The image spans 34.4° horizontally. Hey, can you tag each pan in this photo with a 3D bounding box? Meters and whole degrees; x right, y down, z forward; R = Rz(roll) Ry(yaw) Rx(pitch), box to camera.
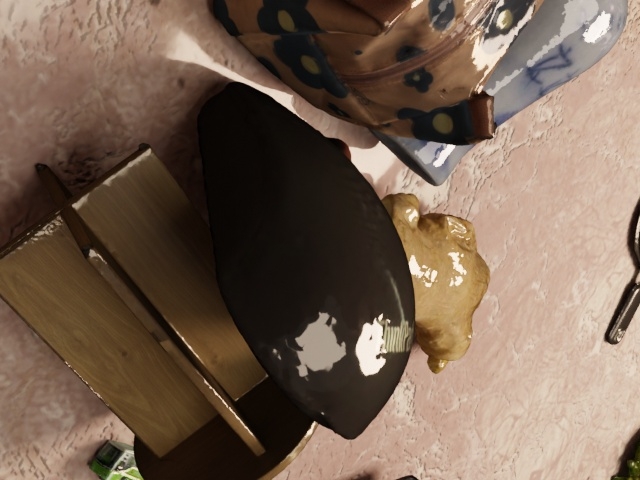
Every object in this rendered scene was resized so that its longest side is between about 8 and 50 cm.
[{"bbox_3d":[0.405,0.022,1.242,0.136,0.028,0.235,13,101,-44],"label":"pan"}]

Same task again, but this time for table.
[{"bbox_3d":[-0.115,0.052,0.716,0.167,0.167,0.227,-45,128,-15],"label":"table"}]

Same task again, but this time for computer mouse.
[{"bbox_3d":[0.000,0.000,0.711,0.100,0.269,0.170,-28,131,11],"label":"computer mouse"}]

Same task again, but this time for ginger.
[{"bbox_3d":[0.101,0.041,0.955,0.213,0.074,0.137,35,96,-41],"label":"ginger"}]

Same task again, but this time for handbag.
[{"bbox_3d":[0.073,-0.204,0.718,0.190,0.193,0.251,35,87,-40],"label":"handbag"}]

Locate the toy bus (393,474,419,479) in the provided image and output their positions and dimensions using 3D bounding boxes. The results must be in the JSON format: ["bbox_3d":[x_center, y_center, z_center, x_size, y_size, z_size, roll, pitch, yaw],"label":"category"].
[{"bbox_3d":[-0.023,0.386,0.890,0.439,0.249,0.209,-9,116,-38],"label":"toy bus"}]

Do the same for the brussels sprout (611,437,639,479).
[{"bbox_3d":[0.492,0.305,1.415,0.181,0.100,0.139,-33,139,-27],"label":"brussels sprout"}]

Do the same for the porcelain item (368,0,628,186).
[{"bbox_3d":[0.152,-0.166,0.857,0.259,0.141,0.141,-47,134,-2],"label":"porcelain item"}]

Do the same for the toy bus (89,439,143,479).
[{"bbox_3d":[-0.147,0.191,0.841,0.083,0.031,0.037,39,76,-45],"label":"toy bus"}]
